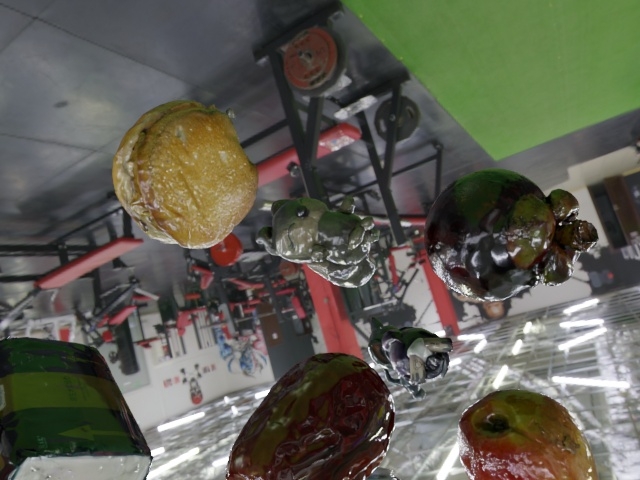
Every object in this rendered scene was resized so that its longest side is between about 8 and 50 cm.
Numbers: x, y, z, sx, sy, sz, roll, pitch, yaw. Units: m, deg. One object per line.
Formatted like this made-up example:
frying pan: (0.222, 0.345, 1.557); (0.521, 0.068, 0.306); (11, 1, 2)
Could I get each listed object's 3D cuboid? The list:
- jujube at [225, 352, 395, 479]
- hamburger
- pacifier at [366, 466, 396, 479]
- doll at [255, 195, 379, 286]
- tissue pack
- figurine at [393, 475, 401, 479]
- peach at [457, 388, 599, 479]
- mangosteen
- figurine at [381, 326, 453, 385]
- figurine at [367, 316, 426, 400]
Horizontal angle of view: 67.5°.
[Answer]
jujube: (-0.008, 0.325, 0.808); (0.223, 0.222, 0.318); (-25, -177, 44)
hamburger: (-0.269, -0.142, 0.999); (0.170, 0.289, 0.314); (8, -136, 34)
pacifier: (0.083, 0.669, 1.235); (0.228, 0.207, 0.279); (18, 148, -28)
doll: (-0.014, 0.026, 1.565); (0.383, 0.378, 0.252); (12, -139, 21)
tissue pack: (-0.518, 0.397, 0.913); (0.253, 0.263, 0.417); (20, -175, -42)
figurine: (0.115, 0.839, 1.584); (0.194, 0.154, 0.421); (19, 151, -16)
peach: (0.513, 0.545, 1.186); (0.373, 0.372, 0.289); (-29, -162, 53)
mangosteen: (0.503, -0.023, 1.330); (0.422, 0.380, 0.381); (-13, 172, 18)
figurine: (0.230, 0.283, 1.201); (0.146, 0.145, 0.222); (-14, 174, -9)
figurine: (0.231, 0.352, 1.435); (0.140, 0.265, 0.193); (-13, -156, 15)
